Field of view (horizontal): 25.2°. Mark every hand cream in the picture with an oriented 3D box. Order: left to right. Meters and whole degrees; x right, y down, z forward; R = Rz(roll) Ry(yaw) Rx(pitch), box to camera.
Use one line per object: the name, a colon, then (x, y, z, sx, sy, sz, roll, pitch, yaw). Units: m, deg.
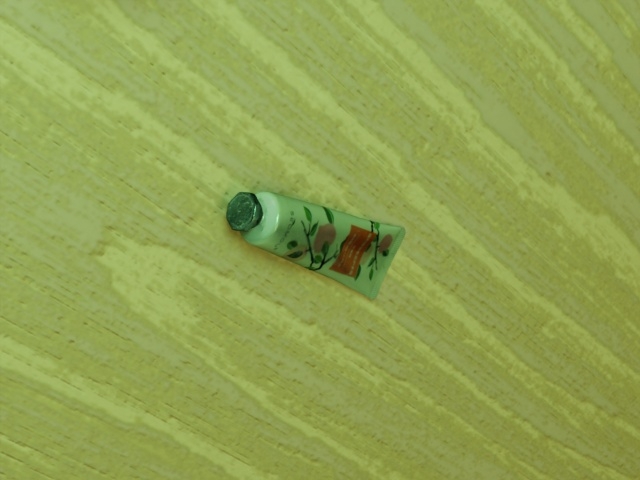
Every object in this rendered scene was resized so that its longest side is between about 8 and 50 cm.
hand cream: (0.000, 0.000, 1.365, 0.234, 0.050, 0.080, 19, 99, -49)
